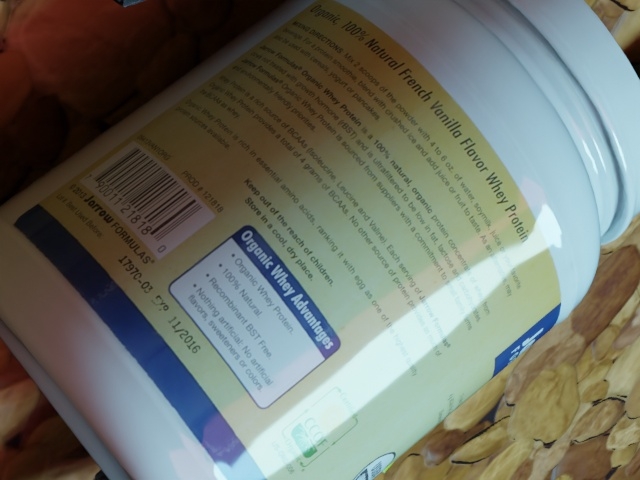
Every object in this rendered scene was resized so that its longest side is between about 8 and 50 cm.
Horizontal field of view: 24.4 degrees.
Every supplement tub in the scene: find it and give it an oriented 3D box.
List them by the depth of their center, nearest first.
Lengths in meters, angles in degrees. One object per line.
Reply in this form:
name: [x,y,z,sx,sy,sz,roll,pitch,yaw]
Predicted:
supplement tub: [0.000,0.000,0.775,0.316,0.228,0.228,-38,141,-14]

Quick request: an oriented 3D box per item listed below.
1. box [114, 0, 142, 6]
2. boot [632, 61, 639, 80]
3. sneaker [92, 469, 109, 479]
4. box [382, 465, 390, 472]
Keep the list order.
box: [-0.035,-0.242,0.677,0.183,0.056,0.231,-24,136,-28]
boot: [0.184,-0.101,1.003,0.198,0.077,0.137,-40,136,-13]
sneaker: [-0.065,0.156,0.897,0.279,0.107,0.118,-58,158,-27]
box: [0.073,0.075,1.061,0.178,0.042,0.109,-49,143,-2]
